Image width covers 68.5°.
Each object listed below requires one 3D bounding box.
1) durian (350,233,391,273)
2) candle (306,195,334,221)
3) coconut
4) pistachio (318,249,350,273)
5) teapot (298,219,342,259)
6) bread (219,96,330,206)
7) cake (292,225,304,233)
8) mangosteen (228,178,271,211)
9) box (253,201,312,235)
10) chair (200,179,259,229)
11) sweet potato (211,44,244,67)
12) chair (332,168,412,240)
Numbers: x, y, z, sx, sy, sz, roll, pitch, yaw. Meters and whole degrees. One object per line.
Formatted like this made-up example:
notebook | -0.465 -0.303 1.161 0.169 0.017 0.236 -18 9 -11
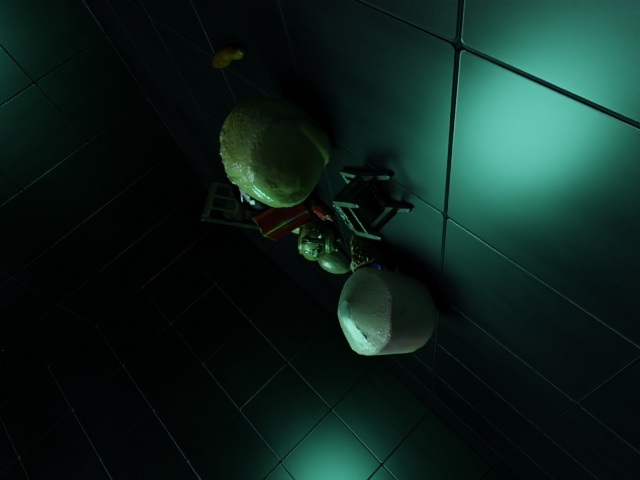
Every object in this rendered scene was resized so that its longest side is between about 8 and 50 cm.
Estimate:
durian | 0.166 0.069 1.738 0.260 0.154 0.186 83 164 -72
candle | 0.003 -0.118 1.864 0.131 0.052 0.052 42 166 18
coconut | 0.204 0.246 1.614 0.310 0.297 0.297 10 -173 -30
pistachio | 0.057 0.085 2.161 0.185 0.124 0.124 30 164 5
teapot | 0.000 0.000 2.000 0.269 0.183 0.173 5 -94 -85
bread | -0.135 -0.255 1.352 0.237 0.320 0.320 23 153 45
cake | -0.111 -0.058 2.271 0.185 0.116 0.080 50 166 11
mangosteen | -0.234 -0.247 1.845 0.287 0.233 0.287 167 90 -70
box | -0.143 -0.091 1.910 0.089 0.197 0.313 61 -179 4
chair | -0.365 -0.174 2.101 0.416 0.203 0.240 10 -164 -40
sweet potato | -0.300 -0.581 1.481 0.057 0.057 0.264 54 164 -24
chair | 0.112 -0.108 1.350 0.136 0.147 0.270 53 164 -25
